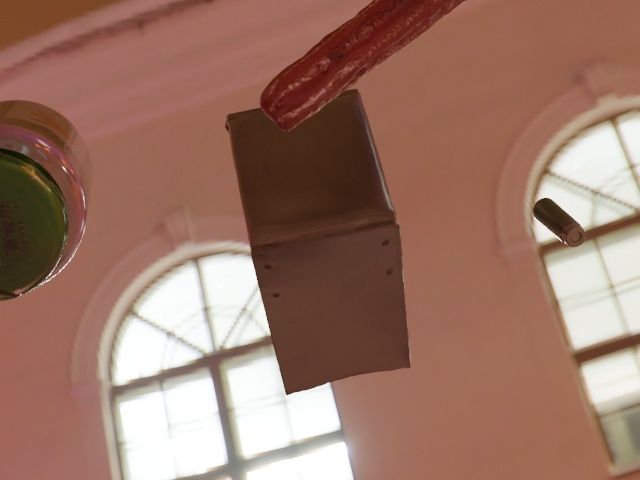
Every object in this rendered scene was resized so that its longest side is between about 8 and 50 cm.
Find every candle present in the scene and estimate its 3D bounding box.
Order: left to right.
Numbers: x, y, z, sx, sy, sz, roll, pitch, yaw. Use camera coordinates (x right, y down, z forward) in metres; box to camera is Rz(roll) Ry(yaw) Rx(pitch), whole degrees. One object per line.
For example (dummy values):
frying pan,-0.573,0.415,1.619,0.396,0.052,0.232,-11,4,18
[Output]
candle,0.088,-0.193,1.002,0.329,0.051,0.048,-37,-53,10

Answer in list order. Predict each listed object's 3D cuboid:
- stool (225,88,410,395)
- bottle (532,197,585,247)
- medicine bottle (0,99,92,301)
stool,0.000,0.000,1.563,0.170,0.243,0.269,-12,-44,-1
bottle,0.277,-0.020,1.493,0.030,0.083,0.030,-9,-62,-16
medicine bottle,-0.250,-0.034,1.026,0.133,0.133,0.274,-11,14,-5
